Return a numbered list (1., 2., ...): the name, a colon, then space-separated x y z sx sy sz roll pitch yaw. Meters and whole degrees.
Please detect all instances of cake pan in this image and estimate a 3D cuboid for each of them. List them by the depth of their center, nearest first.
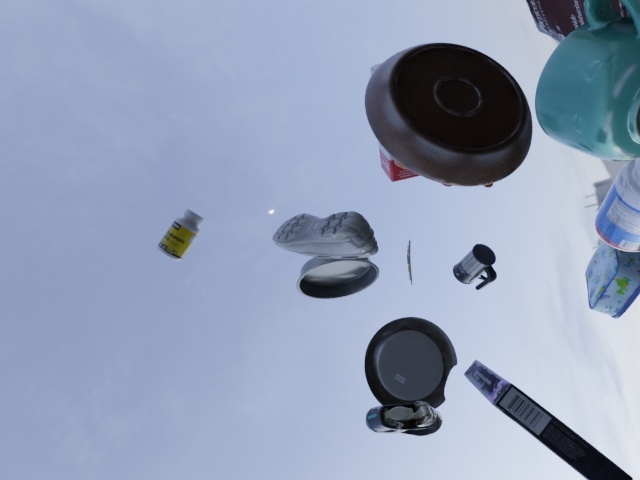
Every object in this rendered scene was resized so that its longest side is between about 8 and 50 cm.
1. cake pan: 0.058 0.120 1.489 0.293 0.293 0.054 22 -134 -40

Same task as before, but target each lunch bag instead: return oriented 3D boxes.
1. lunch bag: 0.799 0.093 1.162 0.219 0.090 0.176 -51 -24 -49

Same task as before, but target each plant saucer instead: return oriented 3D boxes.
1. plant saucer: 0.234 -0.239 0.744 0.311 0.050 0.310 2 -114 -6

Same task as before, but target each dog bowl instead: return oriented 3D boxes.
1. dog bowl: 0.322 0.457 1.579 0.349 0.102 0.348 1 -99 -5

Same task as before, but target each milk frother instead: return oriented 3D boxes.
1. milk frother: 0.549 0.083 1.438 0.143 0.134 0.129 -32 -109 -31

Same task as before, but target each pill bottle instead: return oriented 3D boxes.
1. pill bottle: 0.614 -0.082 0.799 0.221 0.124 0.124 67 -154 -55
2. pill bottle: -0.323 -0.015 0.995 0.065 0.065 0.116 35 -94 -33

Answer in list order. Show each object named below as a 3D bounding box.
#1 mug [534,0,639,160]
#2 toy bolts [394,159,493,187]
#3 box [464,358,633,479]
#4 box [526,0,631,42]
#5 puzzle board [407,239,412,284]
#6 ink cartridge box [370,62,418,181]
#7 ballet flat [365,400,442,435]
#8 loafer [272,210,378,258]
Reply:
1. mug: 0.288 -0.150 0.409 0.158 0.129 0.097 28 -161 -28
2. toy bolts: 0.264 -0.218 0.865 0.228 0.219 0.158 -84 -6 -62
3. box: 0.212 0.176 0.428 0.116 0.029 0.162 38 178 12
4. box: 0.383 -0.344 0.530 0.168 0.167 0.203 30 -154 -42
5. puzzle board: 0.281 0.067 1.337 0.128 0.011 0.096 -63 -33 -62
6. ink cartridge box: 0.244 -0.308 1.063 0.114 0.197 0.272 -104 1 -59
7. ballet flat: 0.198 0.387 0.932 0.203 0.074 0.074 8 -115 -22
8. loafer: 0.000 0.000 1.011 0.111 0.320 0.112 50 -117 -28
